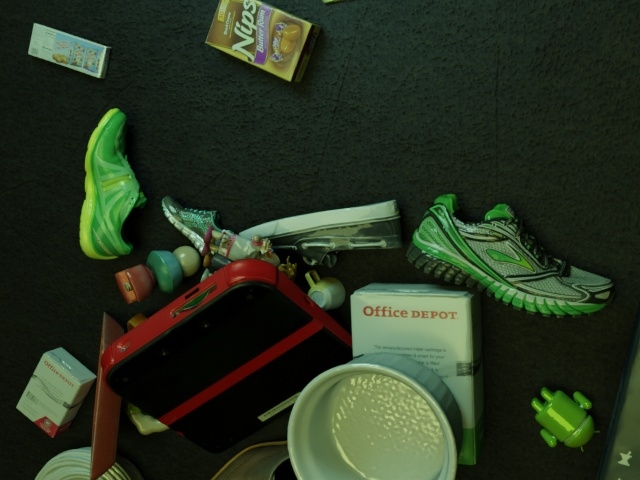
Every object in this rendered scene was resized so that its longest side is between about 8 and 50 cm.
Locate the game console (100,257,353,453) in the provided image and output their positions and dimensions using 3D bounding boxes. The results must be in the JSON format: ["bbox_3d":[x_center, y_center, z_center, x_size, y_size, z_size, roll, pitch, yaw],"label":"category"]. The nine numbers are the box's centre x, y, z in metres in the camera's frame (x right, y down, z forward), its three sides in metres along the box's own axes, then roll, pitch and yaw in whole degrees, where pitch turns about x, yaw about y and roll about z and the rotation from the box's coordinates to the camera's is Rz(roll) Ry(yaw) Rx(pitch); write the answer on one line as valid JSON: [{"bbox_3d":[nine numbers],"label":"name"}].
[{"bbox_3d":[-0.158,0.217,1.541,0.386,0.060,0.342,-33,129,18],"label":"game console"}]

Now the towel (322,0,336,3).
[{"bbox_3d":[0.027,-0.462,1.515,0.060,0.009,0.083,-5,95,22],"label":"towel"}]

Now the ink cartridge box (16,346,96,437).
[{"bbox_3d":[-0.554,0.317,1.807,0.109,0.063,0.151,36,107,13],"label":"ink cartridge box"}]

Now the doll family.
[{"bbox_3d":[-0.131,0.066,1.545,0.163,0.118,0.263,19,127,3],"label":"doll family"}]

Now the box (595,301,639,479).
[{"bbox_3d":[0.591,0.300,1.295,0.293,0.212,0.396,13,101,19],"label":"box"}]

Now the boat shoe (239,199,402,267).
[{"bbox_3d":[0.000,0.000,1.540,0.301,0.108,0.102,-9,92,14],"label":"boat shoe"}]

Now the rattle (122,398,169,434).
[{"bbox_3d":[-0.296,0.302,1.729,0.199,0.143,0.130,-38,72,-16],"label":"rattle"}]

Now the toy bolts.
[{"bbox_3d":[-0.285,0.124,1.672,0.218,0.158,0.229,-2,111,61],"label":"toy bolts"}]

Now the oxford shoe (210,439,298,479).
[{"bbox_3d":[-0.096,0.448,1.614,0.363,0.132,0.130,-31,86,22],"label":"oxford shoe"}]

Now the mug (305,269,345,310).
[{"bbox_3d":[-0.001,0.098,1.570,0.078,0.064,0.062,27,106,16],"label":"mug"}]

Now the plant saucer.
[{"bbox_3d":[-0.414,0.299,1.680,0.047,0.258,0.259,6,100,-15],"label":"plant saucer"}]

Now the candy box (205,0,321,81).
[{"bbox_3d":[-0.105,-0.371,1.554,0.186,0.053,0.109,27,106,17],"label":"candy box"}]

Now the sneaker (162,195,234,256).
[{"bbox_3d":[-0.231,-0.035,1.650,0.166,0.065,0.076,43,93,7],"label":"sneaker"}]

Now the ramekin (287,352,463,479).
[{"bbox_3d":[0.097,0.316,1.392,0.277,0.135,0.277,3,99,20],"label":"ramekin"}]

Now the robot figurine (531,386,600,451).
[{"bbox_3d":[0.408,0.298,1.440,0.115,0.067,0.101,40,97,11],"label":"robot figurine"}]

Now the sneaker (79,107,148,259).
[{"bbox_3d":[-0.397,-0.109,1.686,0.123,0.109,0.296,6,98,-3],"label":"sneaker"}]

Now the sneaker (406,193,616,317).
[{"bbox_3d":[0.314,0.026,1.404,0.343,0.134,0.146,22,103,17],"label":"sneaker"}]

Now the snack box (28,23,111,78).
[{"bbox_3d":[-0.502,-0.379,1.718,0.178,0.022,0.064,21,103,17],"label":"snack box"}]

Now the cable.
[{"bbox_3d":[-0.478,0.555,1.798,0.257,0.089,0.257,43,110,11],"label":"cable"}]

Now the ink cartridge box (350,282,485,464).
[{"bbox_3d":[0.172,0.222,1.489,0.211,0.121,0.289,1,98,21],"label":"ink cartridge box"}]
